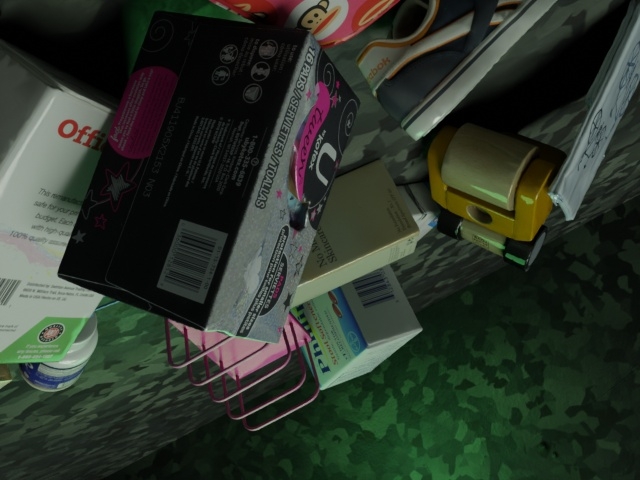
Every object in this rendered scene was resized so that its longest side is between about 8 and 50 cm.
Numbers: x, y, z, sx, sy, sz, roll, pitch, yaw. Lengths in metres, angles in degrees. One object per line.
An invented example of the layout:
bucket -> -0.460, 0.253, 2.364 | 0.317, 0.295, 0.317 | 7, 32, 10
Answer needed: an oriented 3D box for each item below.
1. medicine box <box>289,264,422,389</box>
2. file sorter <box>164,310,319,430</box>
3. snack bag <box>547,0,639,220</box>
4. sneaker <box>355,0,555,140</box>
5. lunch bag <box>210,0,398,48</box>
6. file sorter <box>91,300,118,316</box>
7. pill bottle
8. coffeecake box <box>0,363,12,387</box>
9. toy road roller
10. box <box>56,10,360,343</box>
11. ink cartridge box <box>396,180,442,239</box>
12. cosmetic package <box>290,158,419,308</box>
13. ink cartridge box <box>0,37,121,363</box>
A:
medicine box -> 0.052, 0.154, 1.466 | 0.149, 0.264, 0.289 | -15, 158, -29
file sorter -> -0.155, 0.224, 1.323 | 0.202, 0.182, 0.291 | -29, 131, 8
snack bag -> 0.494, -0.205, 1.173 | 0.323, 0.037, 0.343 | 13, 101, -65
sneaker -> 0.170, -0.256, 0.779 | 0.321, 0.127, 0.126 | -44, 179, -32
lunch bag -> 0.046, -0.283, 0.512 | 0.293, 0.120, 0.258 | -34, 159, 28
file sorter -> -0.286, 0.005, 0.858 | 0.104, 0.118, 0.170 | -21, 161, -23
pill bottle -> -0.439, 0.172, 1.107 | 0.112, 0.112, 0.187 | -11, 156, -37
coffeecake box -> -0.650, 0.255, 1.115 | 0.185, 0.068, 0.142 | -33, 160, 20
toy road roller -> 0.348, -0.124, 1.222 | 0.241, 0.202, 0.330 | -55, 152, -17
box -> -0.088, -0.051, 0.586 | 0.142, 0.163, 0.247 | 30, 77, -66
ink cartridge box -> 0.156, -0.046, 1.353 | 0.190, 0.082, 0.139 | -10, 155, -38
cosmetic package -> 0.000, 0.000, 1.156 | 0.309, 0.160, 0.113 | -25, 160, -8
ink cartridge box -> -0.282, -0.024, 0.631 | 0.278, 0.117, 0.201 | -55, 156, 6
